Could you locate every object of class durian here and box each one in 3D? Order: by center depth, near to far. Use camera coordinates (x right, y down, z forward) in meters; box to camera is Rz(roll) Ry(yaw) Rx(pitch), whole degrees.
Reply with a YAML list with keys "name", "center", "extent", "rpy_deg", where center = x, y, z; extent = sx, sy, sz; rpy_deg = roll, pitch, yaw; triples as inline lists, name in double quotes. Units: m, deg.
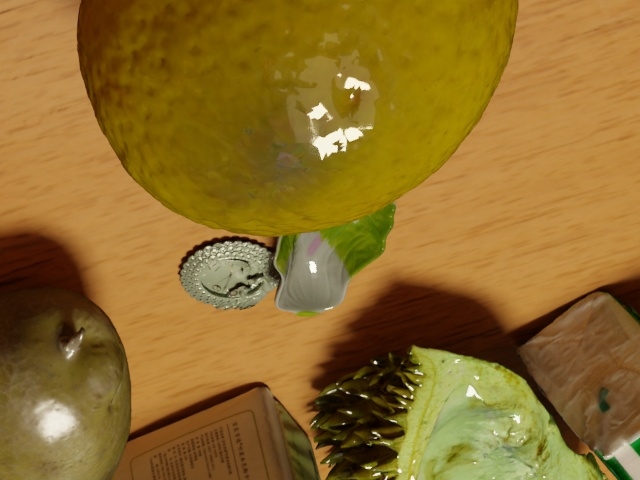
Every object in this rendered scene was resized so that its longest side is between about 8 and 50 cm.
- name: "durian"
  center: [0.120, 0.197, 1.527]
  extent: [0.198, 0.163, 0.394]
  rpy_deg: [-46, 134, 4]

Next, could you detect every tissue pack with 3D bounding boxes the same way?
- name: "tissue pack"
  center: [-0.072, 0.265, 1.452]
  extent: [0.159, 0.234, 0.125]
  rpy_deg: [-25, 141, 10]
- name: "tissue pack"
  center: [0.299, 0.142, 1.502]
  extent: [0.156, 0.148, 0.209]
  rpy_deg: [-38, 135, 5]

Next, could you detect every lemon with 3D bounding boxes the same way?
- name: "lemon"
  center: [-0.014, -0.129, 1.032]
  extent: [0.267, 0.267, 0.267]
  rpy_deg: [-9, 138, -8]

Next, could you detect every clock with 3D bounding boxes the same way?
- name: "clock"
  center: [-0.070, 0.027, 1.360]
  extent: [0.083, 0.010, 0.074]
  rpy_deg: [26, 125, -36]

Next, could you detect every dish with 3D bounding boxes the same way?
- name: "dish"
  center: [0.000, 0.000, 1.332]
  extent: [0.091, 0.039, 0.137]
  rpy_deg: [-2, 138, -23]

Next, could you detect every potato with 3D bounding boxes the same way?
- name: "potato"
  center: [-0.224, 0.125, 1.316]
  extent: [0.174, 0.159, 0.251]
  rpy_deg: [-20, 159, -36]
